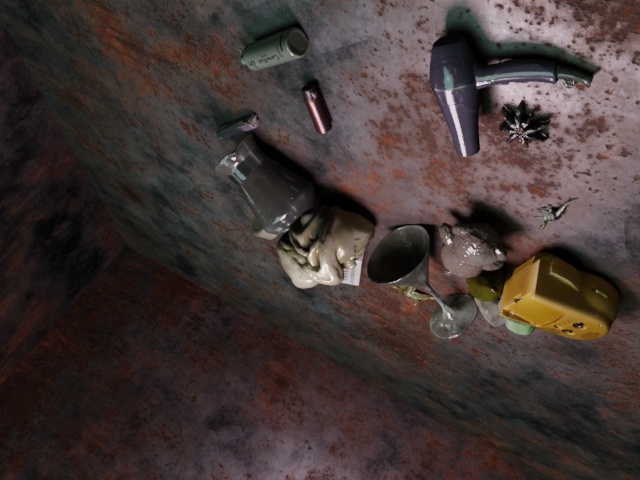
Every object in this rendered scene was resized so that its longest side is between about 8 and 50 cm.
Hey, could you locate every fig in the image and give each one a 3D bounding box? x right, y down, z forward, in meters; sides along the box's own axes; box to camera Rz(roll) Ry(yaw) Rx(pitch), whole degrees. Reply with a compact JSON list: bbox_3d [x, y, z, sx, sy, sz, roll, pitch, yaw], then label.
[{"bbox_3d":[0.563,0.163,1.923,0.133,0.185,0.127,-5,121,7],"label":"fig"}]

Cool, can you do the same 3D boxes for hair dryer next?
[{"bbox_3d":[0.441,-0.343,1.339,0.361,0.121,0.301,3,131,33],"label":"hair dryer"}]

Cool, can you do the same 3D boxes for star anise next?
[{"bbox_3d":[0.506,-0.280,1.439,0.141,0.042,0.141,28,153,16],"label":"star anise"}]

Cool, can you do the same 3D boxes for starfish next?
[{"bbox_3d":[0.372,0.207,2.388,0.223,0.050,0.217,15,140,25],"label":"starfish"}]

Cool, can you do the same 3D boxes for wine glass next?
[{"bbox_3d":[0.389,0.164,2.081,0.406,0.267,0.267,44,152,-28],"label":"wine glass"}]

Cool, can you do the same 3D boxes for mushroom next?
[{"bbox_3d":[0.610,0.220,2.090,0.092,0.081,0.223,7,141,52],"label":"mushroom"}]

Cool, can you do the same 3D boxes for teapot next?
[{"bbox_3d":[-0.205,-0.215,2.173,0.344,0.253,0.300,46,-178,-6],"label":"teapot"}]

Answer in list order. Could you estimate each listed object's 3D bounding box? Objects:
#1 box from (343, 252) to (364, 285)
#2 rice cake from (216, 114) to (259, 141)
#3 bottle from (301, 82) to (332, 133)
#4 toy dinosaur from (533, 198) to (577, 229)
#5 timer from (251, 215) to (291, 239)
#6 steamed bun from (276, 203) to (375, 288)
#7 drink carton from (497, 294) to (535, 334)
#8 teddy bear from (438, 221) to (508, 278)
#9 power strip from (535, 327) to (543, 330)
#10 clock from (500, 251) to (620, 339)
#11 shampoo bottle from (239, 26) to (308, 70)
[{"bbox_3d":[0.013,0.079,2.414,0.330,0.095,0.210,11,149,6],"label":"box"},{"bbox_3d":[-0.314,-0.417,2.132,0.270,0.055,0.049,-6,137,50],"label":"rice cake"},{"bbox_3d":[-0.013,-0.415,1.790,0.060,0.060,0.164,14,147,35],"label":"bottle"},{"bbox_3d":[0.650,-0.075,1.616,0.058,0.037,0.180,12,161,-7],"label":"toy dinosaur"},{"bbox_3d":[-0.142,-0.049,2.471,0.266,0.175,0.175,28,159,-29],"label":"timer"},{"bbox_3d":[0.000,0.000,2.135,0.352,0.339,0.247,8,143,40],"label":"steamed bun"},{"bbox_3d":[0.697,0.252,1.984,0.146,0.144,0.142,20,155,28],"label":"drink carton"},{"bbox_3d":[0.481,0.024,1.837,0.236,0.151,0.267,31,153,7],"label":"teddy bear"},{"bbox_3d":[0.761,0.303,2.108,0.178,0.028,0.049,0,138,49],"label":"power strip"},{"bbox_3d":[0.755,0.189,1.776,0.317,0.200,0.244,27,156,-2],"label":"clock"},{"bbox_3d":[-0.151,-0.556,1.688,0.262,0.085,0.085,3,139,47],"label":"shampoo bottle"}]
